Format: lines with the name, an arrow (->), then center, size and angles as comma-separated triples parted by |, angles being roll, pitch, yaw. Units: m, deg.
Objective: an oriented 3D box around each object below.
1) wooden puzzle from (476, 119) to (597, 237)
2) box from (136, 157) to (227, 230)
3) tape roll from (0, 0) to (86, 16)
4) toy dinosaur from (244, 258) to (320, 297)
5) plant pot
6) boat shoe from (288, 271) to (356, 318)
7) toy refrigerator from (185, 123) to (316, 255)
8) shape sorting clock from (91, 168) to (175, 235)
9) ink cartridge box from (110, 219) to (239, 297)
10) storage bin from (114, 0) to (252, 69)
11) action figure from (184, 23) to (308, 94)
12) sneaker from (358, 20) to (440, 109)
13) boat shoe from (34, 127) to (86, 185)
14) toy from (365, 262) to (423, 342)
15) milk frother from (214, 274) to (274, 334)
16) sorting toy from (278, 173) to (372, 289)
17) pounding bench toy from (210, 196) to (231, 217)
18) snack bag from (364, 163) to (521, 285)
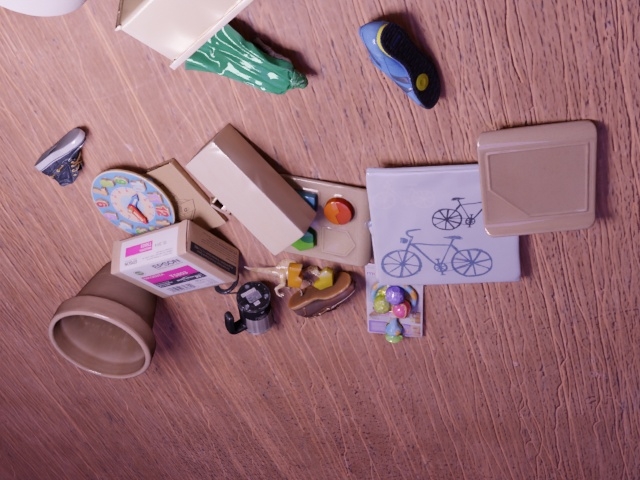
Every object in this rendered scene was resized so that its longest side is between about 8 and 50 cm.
wooden puzzle -> 0.422, -0.119, 1.725 | 0.220, 0.044, 0.239 | -6, 126, 9
box -> -0.335, -0.089, 2.025 | 0.164, 0.021, 0.201 | -18, 127, 31
tape roll -> -0.472, -0.517, 1.461 | 0.246, 0.246, 0.169 | 28, 137, -13
toy dinosaur -> -0.086, 0.084, 2.118 | 0.183, 0.053, 0.093 | 2, 120, 5
plant pot -> -0.508, 0.179, 2.202 | 0.262, 0.229, 0.263 | 9, 136, 9
boat shoe -> 0.016, 0.135, 2.115 | 0.073, 0.073, 0.207 | 40, 139, -26
toy refrigerator -> -0.142, -0.107, 1.865 | 0.269, 0.094, 0.102 | 45, 129, -12
shape sorting clock -> -0.427, -0.080, 2.017 | 0.206, 0.040, 0.206 | 9, 137, 9
ink cartridge box -> -0.340, 0.049, 2.077 | 0.234, 0.088, 0.193 | -14, 152, 30
storage bin -> -0.198, -0.465, 1.427 | 0.123, 0.261, 0.262 | 26, 140, -35
action figure -> -0.131, -0.337, 1.674 | 0.232, 0.063, 0.137 | 24, 135, -2
sneaker -> 0.144, -0.322, 1.616 | 0.082, 0.069, 0.209 | 19, 161, 50
boat shoe -> -0.553, -0.183, 1.969 | 0.183, 0.065, 0.083 | -23, 127, 42
toy -> 0.173, 0.159, 2.099 | 0.136, 0.056, 0.237 | 5, 136, 11
milk frother -> -0.188, 0.146, 2.179 | 0.129, 0.143, 0.135 | -13, 150, -8
sorting toy -> 0.000, 0.000, 1.971 | 0.228, 0.041, 0.307 | 8, 129, 8
pounding bench toy -> -0.204, -0.102, 1.952 | 0.052, 0.083, 0.065 | 32, 104, -19
snack bag -> 0.256, -0.033, 1.872 | 0.322, 0.037, 0.343 | -2, 132, 11
